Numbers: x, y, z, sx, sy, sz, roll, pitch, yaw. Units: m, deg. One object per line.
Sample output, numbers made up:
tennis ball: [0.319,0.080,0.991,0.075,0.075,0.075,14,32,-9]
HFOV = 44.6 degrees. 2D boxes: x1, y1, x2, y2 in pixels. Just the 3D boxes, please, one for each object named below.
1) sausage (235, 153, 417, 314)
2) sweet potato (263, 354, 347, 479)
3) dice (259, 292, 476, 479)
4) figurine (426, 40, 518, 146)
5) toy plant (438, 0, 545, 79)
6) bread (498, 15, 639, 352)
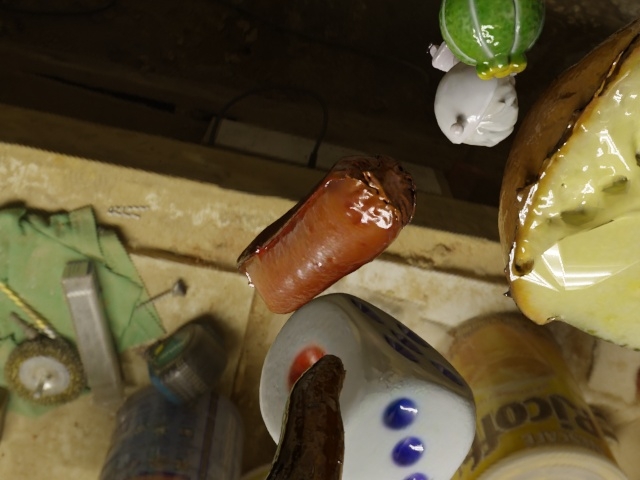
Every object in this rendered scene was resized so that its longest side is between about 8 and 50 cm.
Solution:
sausage: [0.000,0.000,0.827,0.102,0.102,0.330,27,152,-14]
sweet potato: [-0.023,0.160,0.424,0.057,0.264,0.057,12,127,15]
dice: [0.085,0.291,1.433,0.304,0.304,0.276,29,98,-35]
figurine: [0.236,-0.241,1.163,0.182,0.256,0.144,-31,125,32]
toy plant: [0.142,-0.221,0.680,0.093,0.093,0.162,-14,90,4]
bread: [0.239,-0.053,0.590,0.204,0.162,0.262,16,115,-17]
